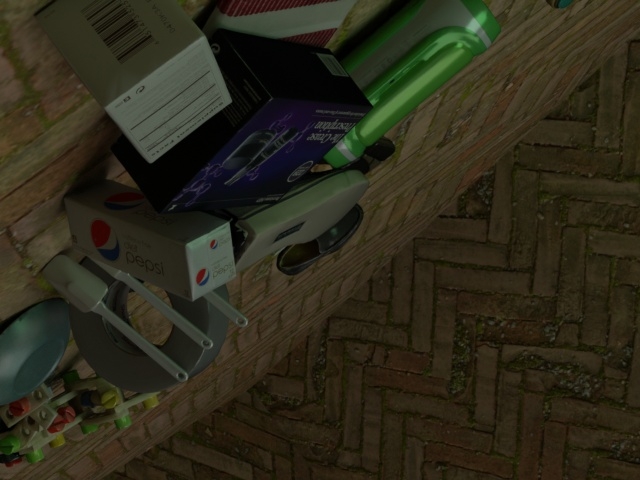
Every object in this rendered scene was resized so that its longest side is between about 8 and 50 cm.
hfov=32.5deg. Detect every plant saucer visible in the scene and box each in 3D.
[{"bbox_3d":[-0.421,0.173,1.596,0.195,0.037,0.195,-50,165,-18],"label":"plant saucer"}]

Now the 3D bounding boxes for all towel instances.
[{"bbox_3d":[-0.057,-0.235,1.210,0.237,0.037,0.329,-24,161,-49],"label":"towel"}]

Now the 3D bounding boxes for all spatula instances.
[{"bbox_3d":[-0.228,0.072,1.438,0.168,0.242,0.019,-44,-166,18],"label":"spatula"}]

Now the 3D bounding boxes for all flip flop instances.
[{"bbox_3d":[0.033,-0.161,1.784,0.112,0.080,0.277,-37,156,20],"label":"flip flop"}]

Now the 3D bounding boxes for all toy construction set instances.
[{"bbox_3d":[-0.446,0.296,1.896,0.215,0.151,0.328,-16,171,22],"label":"toy construction set"}]

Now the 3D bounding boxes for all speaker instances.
[{"bbox_3d":[0.100,-0.234,1.515,0.296,0.131,0.131,-40,170,8],"label":"speaker"}]

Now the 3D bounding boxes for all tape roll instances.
[{"bbox_3d":[-0.238,0.098,1.530,0.219,0.219,0.072,-42,172,19],"label":"tape roll"}]

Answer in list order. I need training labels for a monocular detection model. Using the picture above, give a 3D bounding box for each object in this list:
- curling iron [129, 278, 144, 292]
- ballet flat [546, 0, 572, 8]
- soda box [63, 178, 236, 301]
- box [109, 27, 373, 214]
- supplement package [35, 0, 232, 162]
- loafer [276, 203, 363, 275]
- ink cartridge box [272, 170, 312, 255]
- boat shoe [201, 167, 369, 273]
[{"bbox_3d":[-0.209,-0.009,1.710,0.274,0.035,0.068,-40,-167,-17],"label":"curling iron"},{"bbox_3d":[0.417,-0.472,1.739,0.080,0.073,0.232,-17,152,-43],"label":"ballet flat"},{"bbox_3d":[-0.196,-0.005,1.247,0.069,0.216,0.074,-30,127,-41],"label":"soda box"},{"bbox_3d":[-0.079,-0.127,1.225,0.184,0.103,0.261,-41,167,23],"label":"box"},{"bbox_3d":[-0.159,-0.158,0.975,0.105,0.105,0.179,-38,171,-4],"label":"supplement package"},{"bbox_3d":[0.000,0.000,1.785,0.170,0.062,0.061,-41,178,6],"label":"loafer"},{"bbox_3d":[-0.103,-0.012,1.753,0.255,0.097,0.189,-41,-177,-1],"label":"ink cartridge box"},{"bbox_3d":[-0.071,-0.075,1.530,0.127,0.158,0.340,-52,165,32],"label":"boat shoe"}]
